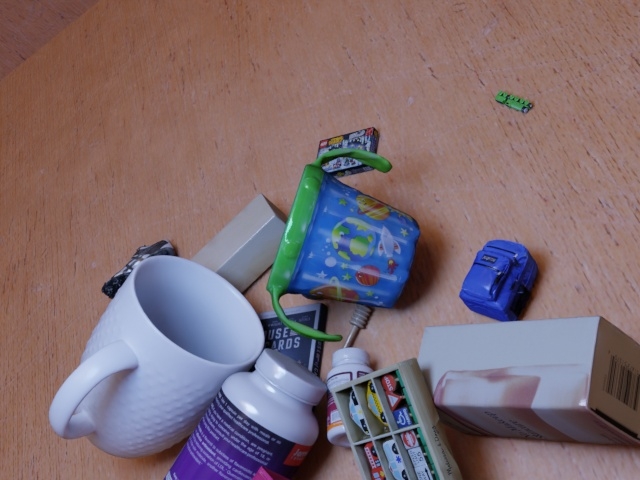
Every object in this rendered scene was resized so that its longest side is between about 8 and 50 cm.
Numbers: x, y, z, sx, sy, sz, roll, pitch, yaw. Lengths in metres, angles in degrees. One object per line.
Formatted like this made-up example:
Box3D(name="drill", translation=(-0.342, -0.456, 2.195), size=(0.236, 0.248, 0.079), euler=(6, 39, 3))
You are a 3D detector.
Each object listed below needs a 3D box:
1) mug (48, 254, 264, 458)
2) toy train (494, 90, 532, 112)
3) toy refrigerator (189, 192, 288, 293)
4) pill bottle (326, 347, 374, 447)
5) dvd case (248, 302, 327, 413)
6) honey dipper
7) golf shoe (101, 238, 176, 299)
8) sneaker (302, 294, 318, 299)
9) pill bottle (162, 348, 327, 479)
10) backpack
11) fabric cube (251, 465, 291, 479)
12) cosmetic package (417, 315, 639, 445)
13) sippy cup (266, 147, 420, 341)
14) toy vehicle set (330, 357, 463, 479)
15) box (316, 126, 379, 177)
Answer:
Box3D(name="mug", translation=(-0.328, 0.243, 1.501), size=(0.276, 0.374, 0.328), euler=(45, 115, 16))
Box3D(name="toy train", translation=(0.359, -0.258, 1.548), size=(0.083, 0.017, 0.023), euler=(36, 96, 46))
Box3D(name="toy refrigerator", translation=(-0.177, 0.040, 1.718), size=(0.269, 0.094, 0.102), euler=(-43, 37, 5))
Box3D(name="pill bottle", translation=(0.053, 0.261, 1.387), size=(0.086, 0.086, 0.152), euler=(-20, 50, 27))
Box3D(name="dvd case", translation=(-0.079, 0.238, 1.549), size=(0.179, 0.029, 0.238), euler=(-13, 55, 31))
Box3D(name="honey dipper", translation=(0.046, 0.191, 1.485), size=(0.030, 0.030, 0.160), euler=(15, 76, 43))
Box3D(name="golf shoe", translation=(-0.414, 0.067, 1.909), size=(0.198, 0.077, 0.093), euler=(-28, 36, 12))
Box3D(name="sneaker", translation=(0.000, 0.000, 1.616), size=(0.087, 0.130, 0.227), euler=(4, 91, -3))
Box3D(name="pill bottle", translation=(-0.125, 0.348, 1.375), size=(0.181, 0.181, 0.322), euler=(35, 93, 46))
Box3D(name="backpack", translation=(0.290, 0.057, 1.330), size=(0.098, 0.101, 0.120), euler=(21, 72, 38))
Box3D(name="fabric cube", translation=(-0.028, 0.522, 1.154), size=(0.258, 0.254, 0.259), euler=(-50, 43, -4))
Box3D(name="cosmetic package", translation=(0.287, 0.197, 1.156), size=(0.296, 0.153, 0.129), euler=(-11, 55, 50))
Box3D(name="sippy cup", translation=(0.045, 0.009, 1.440), size=(0.240, 0.224, 0.305), euler=(-81, 9, -68))
Box3D(name="toy vehicle set", translation=(0.121, 0.317, 1.202), size=(0.166, 0.035, 0.266), euler=(-33, 73, 47))
Box3D(name="box", translation=(0.053, -0.179, 1.729), size=(0.137, 0.027, 0.093), euler=(-11, 54, 33))
